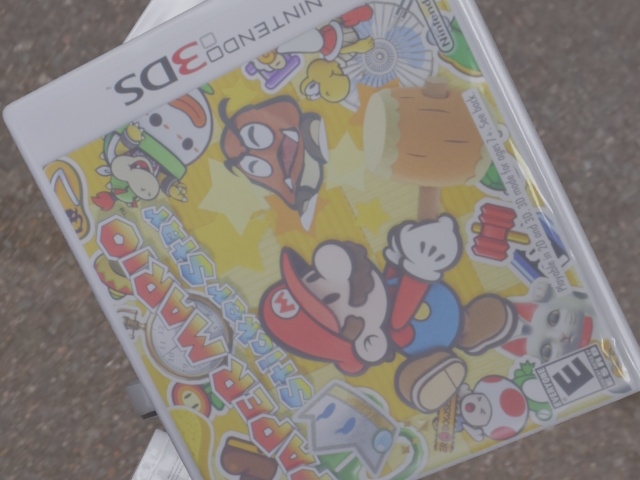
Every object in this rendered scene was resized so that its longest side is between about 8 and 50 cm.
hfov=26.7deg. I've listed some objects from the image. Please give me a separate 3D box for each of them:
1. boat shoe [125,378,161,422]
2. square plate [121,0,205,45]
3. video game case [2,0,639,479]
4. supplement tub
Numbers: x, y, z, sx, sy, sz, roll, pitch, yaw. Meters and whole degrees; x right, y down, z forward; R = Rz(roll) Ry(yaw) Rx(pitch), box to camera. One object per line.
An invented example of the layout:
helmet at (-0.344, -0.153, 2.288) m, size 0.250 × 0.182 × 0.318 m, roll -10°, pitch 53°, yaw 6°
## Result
boat shoe at (-0.025, 0.142, 1.066) m, size 0.136 × 0.367 × 0.156 m, roll -24°, pitch 93°, yaw -38°
square plate at (-0.029, -0.198, 1.176) m, size 0.049 × 0.344 × 0.347 m, roll 37°, pitch 85°, yaw -42°
video game case at (0.000, 0.000, 0.583) m, size 0.227 × 0.206 × 0.026 m, roll 63°, pitch 16°, yaw -7°
supplement tub at (-0.091, 0.194, 1.012) m, size 0.107 × 0.071 × 0.071 m, roll 28°, pitch 54°, yaw -4°
